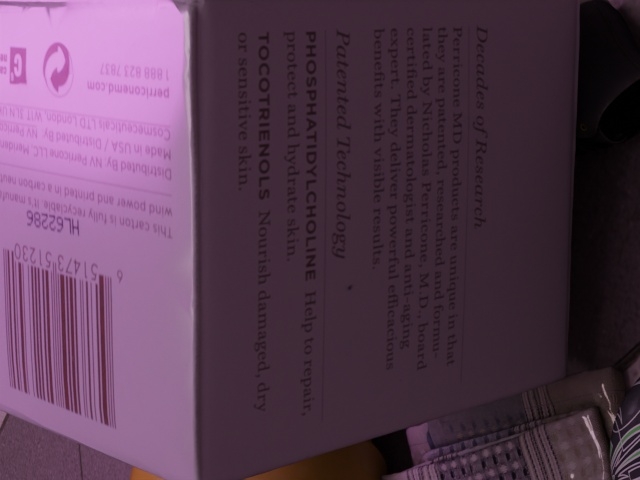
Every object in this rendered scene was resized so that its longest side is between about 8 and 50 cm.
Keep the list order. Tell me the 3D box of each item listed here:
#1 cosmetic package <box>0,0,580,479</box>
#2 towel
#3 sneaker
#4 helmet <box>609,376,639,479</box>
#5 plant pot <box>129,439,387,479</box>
[{"bbox_3d":[-0.046,-0.037,1.134,0.329,0.394,0.327,10,105,45],"label":"cosmetic package"},{"bbox_3d":[0.159,0.285,1.231,0.312,0.056,0.324,-30,59,56],"label":"towel"},{"bbox_3d":[0.193,-0.088,1.209,0.222,0.083,0.118,-62,37,32],"label":"sneaker"},{"bbox_3d":[0.271,0.141,0.947,0.169,0.162,0.169,-17,70,59],"label":"helmet"},{"bbox_3d":[-0.055,0.186,1.461,0.254,0.254,0.239,-44,33,49],"label":"plant pot"}]
